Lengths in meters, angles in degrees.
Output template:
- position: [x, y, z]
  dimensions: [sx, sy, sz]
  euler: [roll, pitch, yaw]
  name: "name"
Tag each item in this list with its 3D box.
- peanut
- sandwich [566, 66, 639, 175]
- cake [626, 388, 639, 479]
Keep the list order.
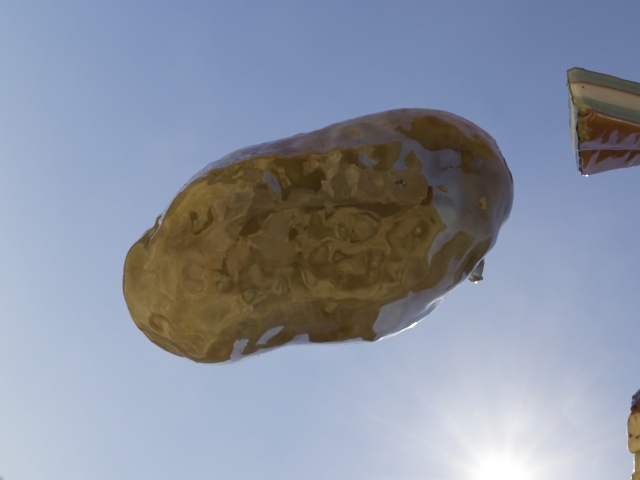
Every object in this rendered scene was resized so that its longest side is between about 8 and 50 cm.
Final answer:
- position: [0.000, 0.000, 0.402]
  dimensions: [0.129, 0.224, 0.129]
  euler: [166, -90, -88]
  name: "peanut"
- position: [0.367, -0.147, 0.791]
  dimensions: [0.113, 0.163, 0.079]
  euler: [59, 27, -50]
  name: "sandwich"
- position: [0.325, 0.212, 0.588]
  dimensions: [0.135, 0.112, 0.246]
  euler: [7, -32, 25]
  name: "cake"
